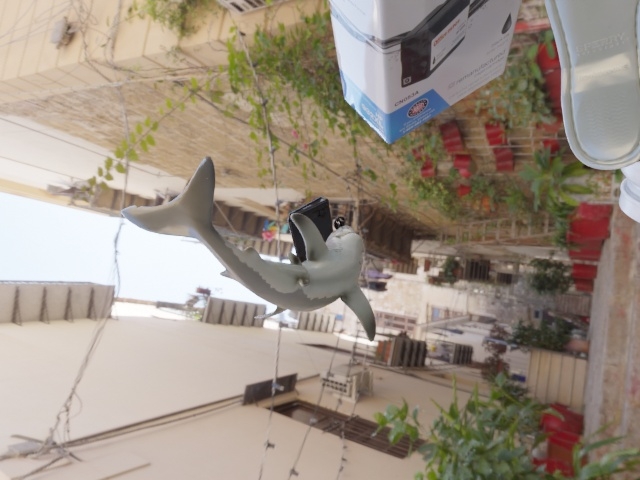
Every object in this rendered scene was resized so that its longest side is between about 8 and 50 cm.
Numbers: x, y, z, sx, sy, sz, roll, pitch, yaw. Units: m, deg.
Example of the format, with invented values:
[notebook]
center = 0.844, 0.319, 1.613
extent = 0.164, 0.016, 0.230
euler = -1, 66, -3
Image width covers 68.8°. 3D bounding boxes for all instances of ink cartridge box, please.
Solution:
[ink cartridge box]
center = 0.135, -0.306, 0.590
extent = 0.223, 0.129, 0.307
euler = -32, -27, -6

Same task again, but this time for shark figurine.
[shark figurine]
center = -0.051, 0.041, 0.479
extent = 0.278, 0.116, 0.166
euler = 15, -131, -46

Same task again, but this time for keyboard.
[keyboard]
center = 0.000, 0.000, 0.852
extent = 0.108, 0.023, 0.180
euler = -26, -44, -16

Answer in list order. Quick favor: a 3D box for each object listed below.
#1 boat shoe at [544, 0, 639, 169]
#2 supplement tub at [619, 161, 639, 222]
[boat shoe]
center = 0.290, -0.226, 0.458
extent = 0.091, 0.114, 0.303
euler = -25, -63, -38
[supplement tub]
center = 0.579, -0.188, 0.660
extent = 0.241, 0.240, 0.332
euler = -41, -44, -47
